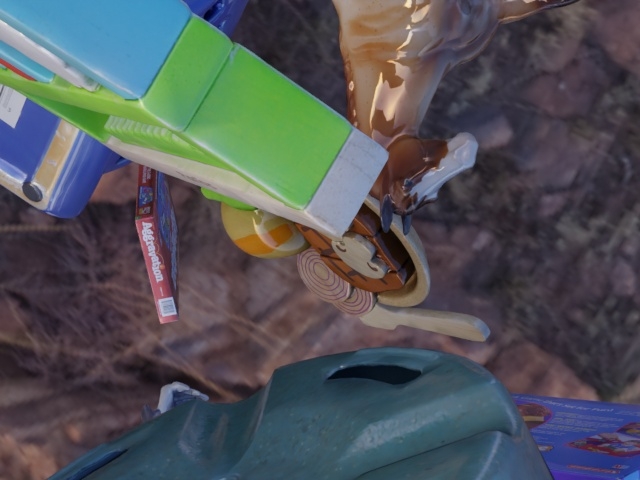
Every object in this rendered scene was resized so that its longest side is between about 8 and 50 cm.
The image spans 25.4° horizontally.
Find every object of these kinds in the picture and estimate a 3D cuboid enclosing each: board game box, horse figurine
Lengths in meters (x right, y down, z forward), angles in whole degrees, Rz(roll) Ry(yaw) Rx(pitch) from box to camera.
[{"bbox_3d":[0.188,0.208,1.315,0.233,0.347,0.078,-10,98,-46],"label":"board game box"},{"bbox_3d":[-0.210,-0.020,1.848,0.027,0.281,0.145,-10,115,-1],"label":"board game box"},{"bbox_3d":[0.032,-0.158,0.663,0.174,0.263,0.066,-40,168,30],"label":"horse figurine"}]

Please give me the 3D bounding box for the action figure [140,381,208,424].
[{"bbox_3d":[-0.091,0.213,1.193,0.275,0.141,0.164,-18,120,16],"label":"action figure"}]

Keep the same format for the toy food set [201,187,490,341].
[{"bbox_3d":[0.000,0.000,0.761,0.038,0.132,0.192,-52,121,-22],"label":"toy food set"}]

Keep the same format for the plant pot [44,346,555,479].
[{"bbox_3d":[0.017,0.245,0.575,0.341,0.341,0.334,-29,105,-20],"label":"plant pot"}]

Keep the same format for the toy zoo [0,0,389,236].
[{"bbox_3d":[-0.137,-0.097,0.399,0.293,0.192,0.030,32,85,-27],"label":"toy zoo"}]

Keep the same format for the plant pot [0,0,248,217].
[{"bbox_3d":[-0.214,-0.175,1.139,0.236,0.236,0.212,-54,-178,45],"label":"plant pot"}]
